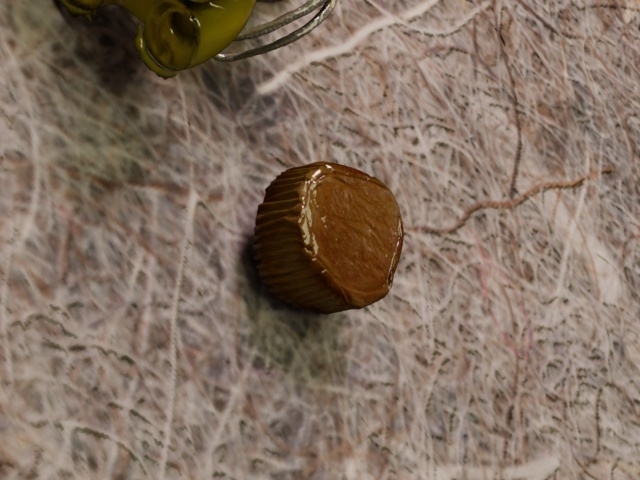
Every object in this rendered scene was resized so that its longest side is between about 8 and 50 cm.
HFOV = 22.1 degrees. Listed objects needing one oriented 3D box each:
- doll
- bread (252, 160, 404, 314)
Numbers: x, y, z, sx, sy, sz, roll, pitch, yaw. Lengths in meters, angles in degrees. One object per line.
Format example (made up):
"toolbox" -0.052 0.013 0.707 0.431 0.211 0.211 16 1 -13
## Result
"doll" -0.040 -0.174 0.874 0.135 0.143 0.221 33 34 19
"bread" 0.000 0.000 0.871 0.085 0.053 0.085 13 70 -42
